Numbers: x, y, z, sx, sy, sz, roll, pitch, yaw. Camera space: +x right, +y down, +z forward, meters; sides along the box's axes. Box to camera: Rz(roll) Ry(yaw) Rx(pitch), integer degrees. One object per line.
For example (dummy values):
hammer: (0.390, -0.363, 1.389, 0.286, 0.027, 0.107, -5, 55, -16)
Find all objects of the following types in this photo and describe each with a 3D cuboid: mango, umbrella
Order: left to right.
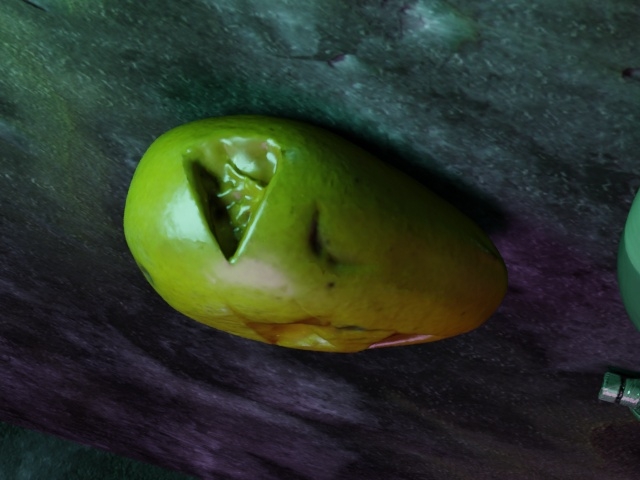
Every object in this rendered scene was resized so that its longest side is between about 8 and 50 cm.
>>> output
mango: (0.000, 0.000, 1.553, 0.365, 0.182, 0.253, 12, 161, -17)
umbrella: (0.401, 0.185, 1.878, 0.188, 0.050, 0.046, 15, 139, 10)

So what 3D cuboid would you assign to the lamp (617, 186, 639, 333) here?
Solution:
lamp: (0.303, -0.014, 1.219, 0.182, 0.182, 0.314, 12, 154, 17)
